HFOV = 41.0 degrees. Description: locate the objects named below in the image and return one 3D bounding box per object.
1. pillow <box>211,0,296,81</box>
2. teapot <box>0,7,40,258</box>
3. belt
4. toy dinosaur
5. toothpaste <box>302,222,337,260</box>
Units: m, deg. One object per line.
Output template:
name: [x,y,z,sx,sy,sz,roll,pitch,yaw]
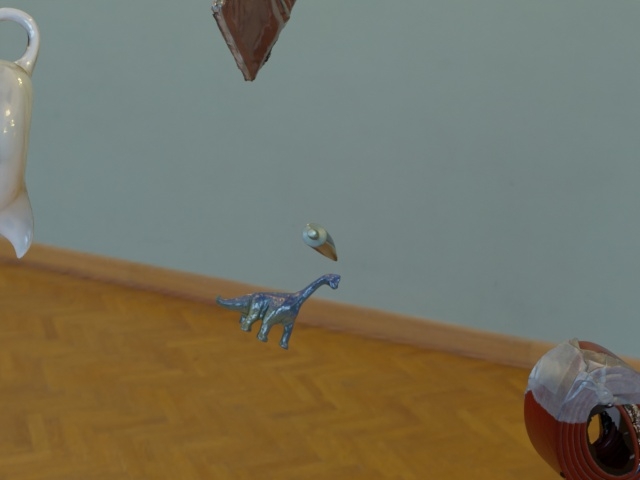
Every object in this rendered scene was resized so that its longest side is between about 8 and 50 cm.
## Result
pillow: [-0.063,-0.317,1.049,0.043,0.126,0.232,9,61,28]
teapot: [-0.299,-0.100,0.772,0.092,0.226,0.145,6,0,-26]
belt: [0.483,0.318,1.507,0.227,0.323,0.115,-38,27,-5]
toy dinosaur: [-0.097,0.108,1.741,0.248,0.188,0.075,26,-1,29]
toothpaste: [0.000,0.000,1.278,0.035,0.057,0.197,-32,-9,3]
